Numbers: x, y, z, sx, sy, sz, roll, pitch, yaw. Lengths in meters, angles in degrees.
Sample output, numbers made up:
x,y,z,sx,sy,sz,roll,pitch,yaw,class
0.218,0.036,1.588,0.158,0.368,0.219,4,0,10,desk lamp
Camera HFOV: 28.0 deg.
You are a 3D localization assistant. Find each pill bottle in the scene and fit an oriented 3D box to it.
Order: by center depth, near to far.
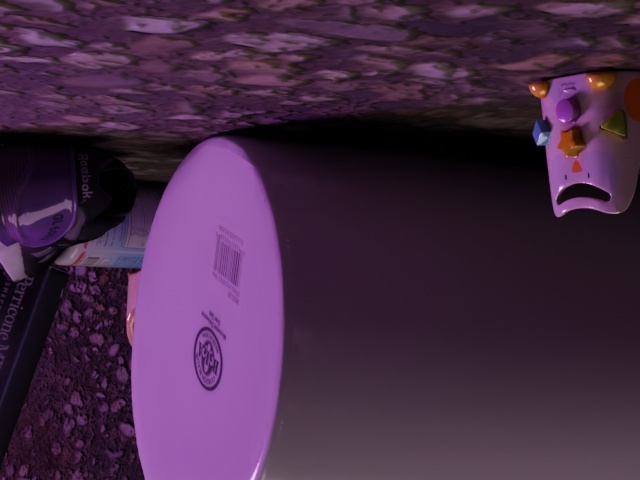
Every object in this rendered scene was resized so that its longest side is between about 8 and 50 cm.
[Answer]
x,y,z,sx,sy,sz,roll,pitch,yaw,class
-0.197,-0.015,1.306,0.160,0.087,0.087,4,175,-40,pill bottle

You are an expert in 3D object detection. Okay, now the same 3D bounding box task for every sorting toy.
x,y,z,sx,sy,sz,roll,pitch,yaw,class
0.147,-0.051,0.700,0.045,0.075,0.083,4,175,-38,sorting toy

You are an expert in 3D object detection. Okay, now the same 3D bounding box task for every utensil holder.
x,y,z,sx,sy,sz,roll,pitch,yaw,class
0.079,0.090,1.021,0.385,0.328,0.327,4,175,-26,utensil holder

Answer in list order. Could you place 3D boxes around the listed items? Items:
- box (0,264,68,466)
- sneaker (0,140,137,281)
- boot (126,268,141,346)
x,y,z,sx,sy,sz,roll,pitch,yaw,class
-0.442,0.117,1.274,0.294,0.296,0.183,19,175,-5,box
-0.216,-0.024,1.095,0.124,0.107,0.283,-4,177,-5,sneaker
-0.137,0.055,1.589,0.211,0.104,0.295,-2,147,-2,boot
